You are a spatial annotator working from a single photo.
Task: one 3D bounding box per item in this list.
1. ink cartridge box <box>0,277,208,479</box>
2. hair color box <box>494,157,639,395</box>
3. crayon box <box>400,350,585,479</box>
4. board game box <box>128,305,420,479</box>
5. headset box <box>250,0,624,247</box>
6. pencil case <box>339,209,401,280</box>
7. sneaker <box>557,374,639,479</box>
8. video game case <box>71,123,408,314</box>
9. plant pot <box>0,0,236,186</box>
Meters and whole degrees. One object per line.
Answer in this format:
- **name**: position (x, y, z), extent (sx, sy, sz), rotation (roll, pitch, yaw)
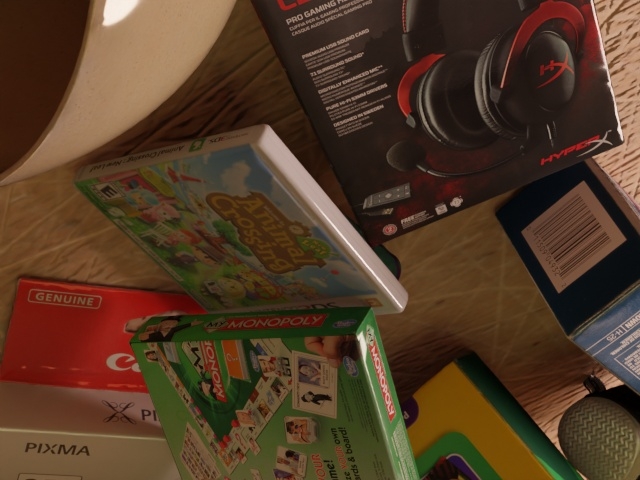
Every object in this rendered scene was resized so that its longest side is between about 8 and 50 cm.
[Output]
- **ink cartridge box**: position (-0.159, 0.165, 1.017), extent (0.296, 0.066, 0.261), rotation (7, 128, -21)
- **hair color box**: position (0.325, 0.076, 1.002), extent (0.105, 0.174, 0.347), rotation (-41, 128, 17)
- **crayon box**: position (0.112, 0.346, 1.065), extent (0.363, 0.313, 0.106), rotation (-43, 167, 14)
- **board game box**: position (-0.021, 0.207, 0.951), extent (0.214, 0.046, 0.317), rotation (-4, 117, 25)
- **headset box**: position (0.076, -0.162, 0.773), extent (0.218, 0.110, 0.293), rotation (-22, 132, 5)
- **pencil case**: position (0.000, 0.000, 0.920), extent (0.152, 0.070, 0.064), rotation (39, 81, -34)
- **sneaker**: position (0.370, 0.236, 1.106), extent (0.268, 0.153, 0.101), rotation (39, 115, 7)
- **video game case**: position (-0.062, 0.000, 0.858), extent (0.193, 0.023, 0.212), rotation (-8, 138, 35)
- **plant pot**: position (-0.152, -0.181, 0.623), extent (0.191, 0.284, 0.284), rotation (-17, 144, -51)
